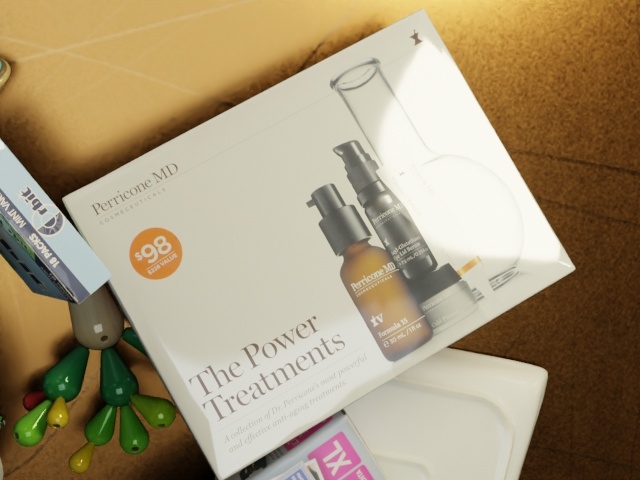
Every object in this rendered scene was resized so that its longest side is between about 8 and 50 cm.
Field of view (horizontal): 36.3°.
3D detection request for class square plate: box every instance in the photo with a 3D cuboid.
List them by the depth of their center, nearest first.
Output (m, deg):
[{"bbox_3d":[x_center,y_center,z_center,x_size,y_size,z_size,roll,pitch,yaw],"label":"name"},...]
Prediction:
[{"bbox_3d":[0.057,0.273,1.037,0.344,0.049,0.347,14,91,-15],"label":"square plate"}]

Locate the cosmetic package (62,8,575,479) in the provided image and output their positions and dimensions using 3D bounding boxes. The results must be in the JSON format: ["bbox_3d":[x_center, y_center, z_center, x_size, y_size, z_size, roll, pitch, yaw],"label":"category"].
[{"bbox_3d":[0.000,0.000,0.905,0.377,0.097,0.284,-30,86,-10],"label":"cosmetic package"}]

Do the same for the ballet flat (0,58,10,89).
[{"bbox_3d":[-0.383,-0.102,0.880,0.232,0.080,0.073,-19,134,-5],"label":"ballet flat"}]

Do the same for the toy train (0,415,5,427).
[{"bbox_3d":[-0.357,0.185,0.968,0.083,0.017,0.024,-13,94,-9],"label":"toy train"}]

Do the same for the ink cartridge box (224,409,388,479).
[{"bbox_3d":[-0.060,0.325,0.957,0.311,0.065,0.186,-33,101,-7],"label":"ink cartridge box"}]

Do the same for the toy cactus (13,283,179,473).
[{"bbox_3d":[-0.200,0.119,0.958,0.219,0.112,0.181,-20,87,-5],"label":"toy cactus"}]

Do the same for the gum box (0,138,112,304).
[{"bbox_3d":[-0.268,-0.020,0.853,0.041,0.184,0.157,-42,108,-20],"label":"gum box"}]

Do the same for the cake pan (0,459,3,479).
[{"bbox_3d":[-0.433,0.185,0.866,0.293,0.054,0.293,-5,136,-5],"label":"cake pan"}]
